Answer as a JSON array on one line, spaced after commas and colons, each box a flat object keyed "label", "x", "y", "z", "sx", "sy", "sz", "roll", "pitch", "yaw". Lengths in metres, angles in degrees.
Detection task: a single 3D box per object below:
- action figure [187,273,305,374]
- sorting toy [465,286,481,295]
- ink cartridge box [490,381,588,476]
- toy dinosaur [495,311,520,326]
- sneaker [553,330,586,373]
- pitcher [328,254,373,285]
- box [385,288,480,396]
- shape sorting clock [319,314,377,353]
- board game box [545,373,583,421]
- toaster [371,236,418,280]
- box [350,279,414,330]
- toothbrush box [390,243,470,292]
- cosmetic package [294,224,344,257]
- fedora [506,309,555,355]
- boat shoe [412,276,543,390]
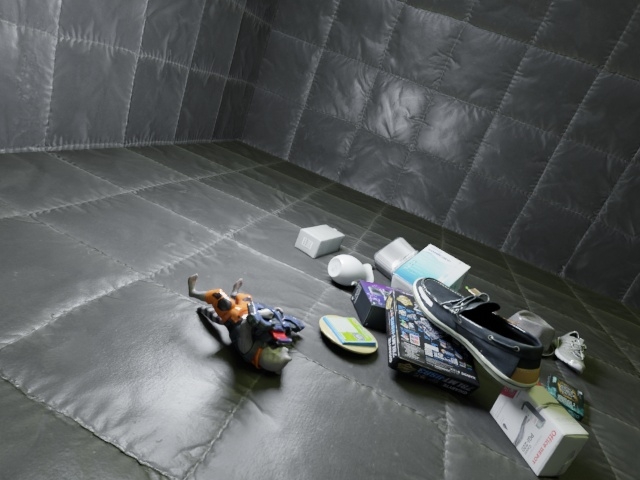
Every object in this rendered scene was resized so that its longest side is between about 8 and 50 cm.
[{"label": "action figure", "x": -0.190, "y": 0.241, "z": 1.139, "sx": 0.330, "sy": 0.178, "sz": 0.341, "roll": 42, "pitch": 1, "yaw": 31}, {"label": "sorting toy", "x": 0.827, "y": 0.275, "z": 2.190, "sx": 0.062, "sy": 0.012, "sz": 0.083, "roll": -3, "pitch": 34, "yaw": -39}, {"label": "ink cartridge box", "x": 0.601, "y": 0.511, "z": 1.132, "sx": 0.092, "sy": 0.159, "sz": 0.218, "roll": 9, "pitch": 22, "yaw": -20}, {"label": "toy dinosaur", "x": 0.628, "y": 0.332, "z": 1.547, "sx": 0.200, "sy": 0.127, "sz": 0.295, "roll": 33, "pitch": 44, "yaw": 14}, {"label": "sneaker", "x": 1.102, "y": 0.473, "z": 1.769, "sx": 0.105, "sy": 0.115, "sz": 0.281, "roll": 39, "pitch": 22, "yaw": 6}, {"label": "pitcher", "x": 0.142, "y": 0.151, "z": 1.695, "sx": 0.207, "sy": 0.125, "sz": 0.178, "roll": 19, "pitch": 32, "yaw": -39}, {"label": "box", "x": 0.362, "y": 0.330, "z": 1.346, "sx": 0.295, "sy": 0.073, "sz": 0.293, "roll": 22, "pitch": 36, "yaw": -11}, {"label": "shape sorting clock", "x": 0.091, "y": 0.308, "z": 1.326, "sx": 0.206, "sy": 0.040, "sz": 0.206, "roll": 18, "pitch": 16, "yaw": -5}, {"label": "board game box", "x": 0.888, "y": 0.566, "z": 1.473, "sx": 0.126, "sy": 0.026, "sz": 0.186, "roll": 31, "pitch": 22, "yaw": 26}, {"label": "toaster", "x": 0.364, "y": 0.099, "z": 1.951, "sx": 0.227, "sy": 0.129, "sz": 0.146, "roll": -33, "pitch": 44, "yaw": -14}, {"label": "box", "x": 0.269, "y": 0.260, "z": 1.547, "sx": 0.261, "sy": 0.103, "sz": 0.184, "roll": 15, "pitch": 23, "yaw": -17}, {"label": "toothbrush box", "x": 0.484, "y": 0.172, "z": 1.792, "sx": 0.216, "sy": 0.126, "sz": 0.295, "roll": 33, "pitch": 49, "yaw": 31}, {"label": "cosmetic package", "x": 0.000, "y": 0.000, "z": 1.954, "sx": 0.127, "sy": 0.107, "sz": 0.238, "roll": 31, "pitch": 19, "yaw": 26}, {"label": "fedora", "x": 0.934, "y": 0.397, "z": 1.814, "sx": 0.275, "sy": 0.124, "sz": 0.244, "roll": 18, "pitch": 19, "yaw": -8}, {"label": "boat shoe", "x": 0.485, "y": 0.243, "z": 1.282, "sx": 0.186, "sy": 0.156, "sz": 0.500, "roll": -2, "pitch": 28, "yaw": -27}]
